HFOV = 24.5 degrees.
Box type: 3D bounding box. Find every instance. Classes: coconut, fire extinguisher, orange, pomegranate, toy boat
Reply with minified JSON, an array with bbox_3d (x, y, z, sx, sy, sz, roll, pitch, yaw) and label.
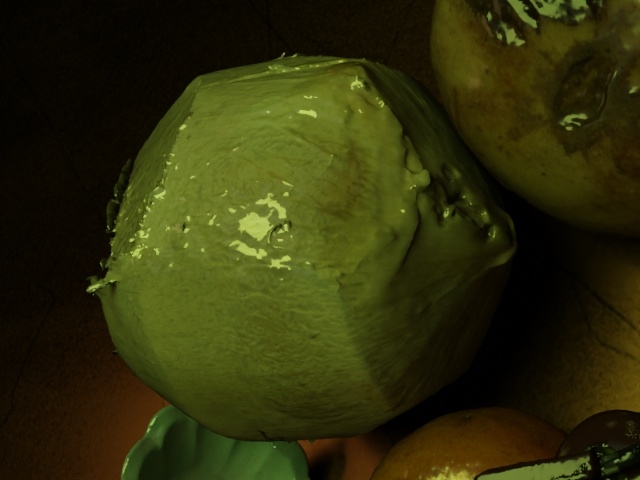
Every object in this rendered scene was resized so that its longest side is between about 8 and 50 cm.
[{"bbox_3d":[0.000,0.000,1.296,0.360,0.346,0.346,-9,68,22],"label":"coconut"},{"bbox_3d":[0.236,0.183,1.030,0.141,0.341,0.105,-31,56,28],"label":"fire extinguisher"},{"bbox_3d":[0.139,0.247,1.199,0.224,0.170,0.224,-10,66,24],"label":"orange"},{"bbox_3d":[0.245,-0.155,1.188,0.322,0.322,0.322,-14,65,34],"label":"pomegranate"},{"bbox_3d":[-0.102,0.297,1.386,0.100,0.200,0.290,133,136,-65],"label":"toy boat"}]
